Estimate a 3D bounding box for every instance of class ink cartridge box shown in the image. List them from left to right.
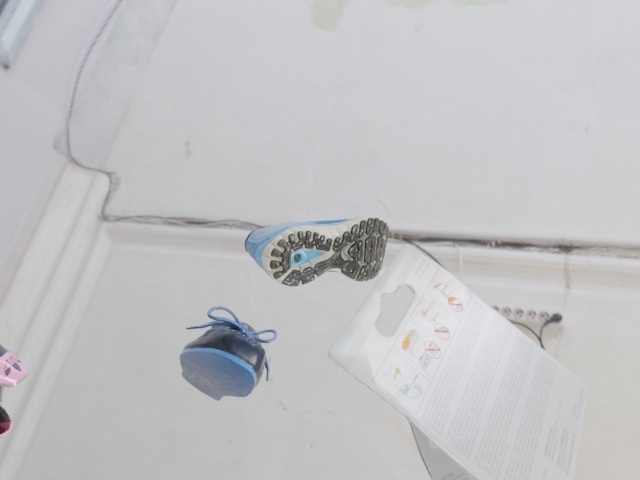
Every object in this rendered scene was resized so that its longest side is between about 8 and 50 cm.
[{"bbox_3d":[0.208,0.218,0.918,0.385,0.091,0.308,38,-139,4],"label":"ink cartridge box"}]

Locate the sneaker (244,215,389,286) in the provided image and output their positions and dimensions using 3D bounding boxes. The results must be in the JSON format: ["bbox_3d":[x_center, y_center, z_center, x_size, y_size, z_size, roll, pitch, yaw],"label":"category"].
[{"bbox_3d":[0.000,0.000,0.573,0.073,0.162,0.064,23,-74,44],"label":"sneaker"}]

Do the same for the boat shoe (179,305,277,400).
[{"bbox_3d":[-0.118,0.130,0.743,0.089,0.109,0.258,-56,-169,-25],"label":"boat shoe"}]

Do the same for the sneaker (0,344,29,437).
[{"bbox_3d":[-0.493,0.261,0.821,0.131,0.112,0.319,28,-67,-1],"label":"sneaker"}]
